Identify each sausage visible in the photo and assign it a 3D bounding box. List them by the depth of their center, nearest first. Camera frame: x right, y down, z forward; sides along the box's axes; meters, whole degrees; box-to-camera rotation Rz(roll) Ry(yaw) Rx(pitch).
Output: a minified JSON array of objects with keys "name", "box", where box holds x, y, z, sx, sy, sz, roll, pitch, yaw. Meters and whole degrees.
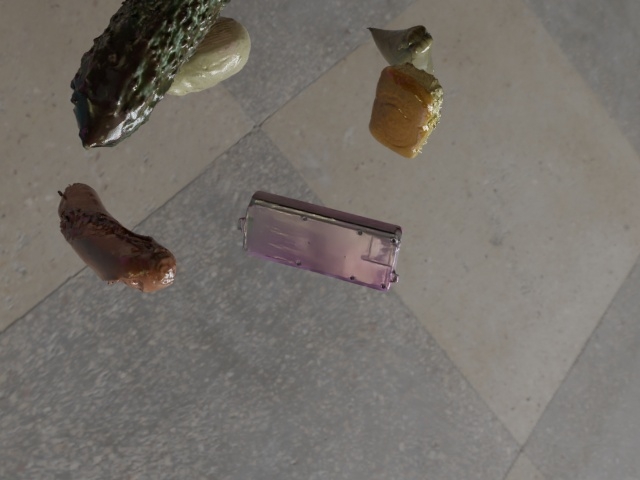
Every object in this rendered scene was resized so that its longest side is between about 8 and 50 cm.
[{"name":"sausage","box":[-0.295,-0.002,1.002,0.087,0.326,0.079,-48,132,-10]}]

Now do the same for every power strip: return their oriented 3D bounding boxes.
[{"name":"power strip","box":[0.000,0.000,1.185,0.278,0.109,0.037,15,28,12]}]

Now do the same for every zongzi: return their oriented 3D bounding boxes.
[{"name":"zongzi","box":[0.220,-0.579,2.071,0.115,0.228,0.256,-39,75,-4]}]

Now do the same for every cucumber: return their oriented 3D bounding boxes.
[{"name":"cucumber","box":[-0.165,-0.242,0.780,0.096,0.096,0.360,35,59,-16]}]

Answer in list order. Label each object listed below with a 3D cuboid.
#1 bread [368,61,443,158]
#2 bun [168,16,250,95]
[{"name":"bread","box":[0.214,-0.329,1.830,0.174,0.246,0.121,32,59,13]},{"name":"bun","box":[-0.244,-0.350,1.395,0.210,0.237,0.116,-35,130,-28]}]
